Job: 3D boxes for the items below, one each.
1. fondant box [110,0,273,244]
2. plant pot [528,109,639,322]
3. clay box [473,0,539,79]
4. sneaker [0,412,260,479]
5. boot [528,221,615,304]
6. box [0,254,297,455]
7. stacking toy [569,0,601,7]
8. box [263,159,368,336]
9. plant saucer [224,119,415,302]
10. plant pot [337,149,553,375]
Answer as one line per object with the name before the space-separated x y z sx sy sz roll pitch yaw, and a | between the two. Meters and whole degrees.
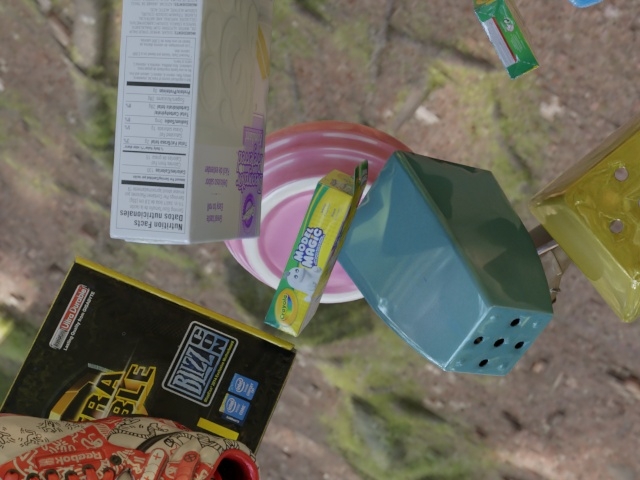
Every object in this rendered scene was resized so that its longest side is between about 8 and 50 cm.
fondant box | -0.134 -0.165 1.331 0.096 0.330 0.238 5 -177 15
plant pot | 0.403 -0.040 1.514 0.212 0.212 0.187 52 -174 10
clay box | 0.288 -0.347 1.910 0.053 0.222 0.127 -27 108 15
sneaker | -0.164 0.177 0.864 0.145 0.270 0.090 7 94 39
boot | 0.334 0.052 1.843 0.305 0.112 0.115 -36 95 10
box | -0.200 0.211 1.234 0.257 0.322 0.079 23 161 1
stacking toy | 0.344 -0.486 1.669 0.175 0.301 0.166 -35 135 19
box | 0.000 0.000 1.227 0.043 0.105 0.179 25 103 5
plant saucer | 0.012 -0.023 1.789 0.332 0.084 0.332 0 132 0
plant pot | 0.158 0.040 1.437 0.165 0.166 0.234 -57 43 28
